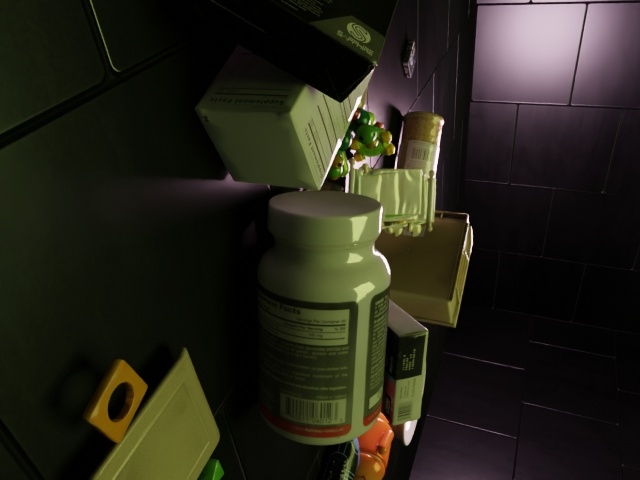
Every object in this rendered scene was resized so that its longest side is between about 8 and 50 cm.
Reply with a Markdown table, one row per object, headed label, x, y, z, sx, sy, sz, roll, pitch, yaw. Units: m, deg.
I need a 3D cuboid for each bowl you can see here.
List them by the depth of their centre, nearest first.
| label | x | y | z | sx | sy | sz | roll | pitch | yaw |
| --- | --- | --- | --- | --- | --- | --- | --- | --- | --- |
| bowl | 0.249 | 0.505 | 1.737 | 0.298 | 0.134 | 0.297 | 9 | 90 | -68 |

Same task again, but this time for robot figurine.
| label | x | y | z | sx | sy | sz | roll | pitch | yaw |
| --- | --- | --- | --- | --- | --- | --- | --- | --- | --- |
| robot figurine | 0.124 | 0.564 | 1.430 | 0.219 | 0.158 | 0.128 | -66 | 145 | -47 |

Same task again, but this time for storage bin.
| label | x | y | z | sx | sy | sz | roll | pitch | yaw |
| --- | --- | --- | --- | --- | --- | --- | --- | --- | --- |
| storage bin | 0.224 | 0.052 | 1.319 | 0.123 | 0.263 | 0.260 | 66 | 38 | -52 |

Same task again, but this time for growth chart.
| label | x | y | z | sx | sy | sz | roll | pitch | yaw |
| --- | --- | --- | --- | --- | --- | --- | --- | --- | --- |
| growth chart | 0.166 | -0.094 | 1.223 | 0.021 | 0.238 | 0.171 | -136 | -128 | -66 |

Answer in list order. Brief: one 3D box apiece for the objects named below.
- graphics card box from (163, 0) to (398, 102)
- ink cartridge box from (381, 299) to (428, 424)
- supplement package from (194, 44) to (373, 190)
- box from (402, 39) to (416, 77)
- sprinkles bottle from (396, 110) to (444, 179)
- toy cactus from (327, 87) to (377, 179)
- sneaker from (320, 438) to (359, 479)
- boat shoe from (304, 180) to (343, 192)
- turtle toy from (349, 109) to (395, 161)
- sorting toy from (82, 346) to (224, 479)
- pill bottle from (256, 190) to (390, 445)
| label | x | y | z | sx | sy | sz | roll | pitch | yaw |
| --- | --- | --- | --- | --- | --- | --- | --- | --- | --- |
| graphics card box | -0.003 | -0.372 | 0.615 | 0.094 | 0.233 | 0.370 | -31 | -143 | 59 |
| ink cartridge box | 0.080 | 0.174 | 1.033 | 0.371 | 0.069 | 0.175 | -139 | -134 | -62 |
| supplement package | -0.036 | -0.205 | 0.714 | 0.133 | 0.139 | 0.244 | 67 | 39 | -50 |
| box | 0.254 | -0.518 | 1.509 | 0.067 | 0.018 | 0.083 | 58 | 45 | -60 |
| sprinkles bottle | 0.279 | -0.192 | 1.556 | 0.121 | 0.121 | 0.355 | 12 | 86 | -69 |
| toy cactus | 0.028 | -0.189 | 0.860 | 0.219 | 0.112 | 0.180 | 168 | -61 | -75 |
| sneaker | 0.041 | 0.589 | 1.307 | 0.090 | 0.082 | 0.232 | 15 | 84 | -74 |
| boat shoe | 0.000 | -0.001 | 0.967 | 0.080 | 0.074 | 0.223 | -35 | 135 | -61 |
| turtle toy | 0.108 | -0.231 | 1.163 | 0.130 | 0.095 | 0.066 | 58 | 23 | -61 |
| sorting toy | -0.193 | 0.250 | 0.621 | 0.196 | 0.047 | 0.347 | -64 | 154 | -48 |
| pill bottle | 0.004 | 0.115 | 0.843 | 0.210 | 0.210 | 0.362 | -34 | 129 | -63 |
